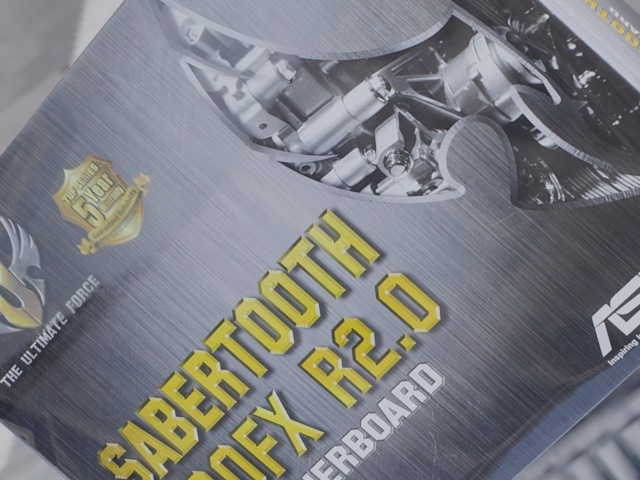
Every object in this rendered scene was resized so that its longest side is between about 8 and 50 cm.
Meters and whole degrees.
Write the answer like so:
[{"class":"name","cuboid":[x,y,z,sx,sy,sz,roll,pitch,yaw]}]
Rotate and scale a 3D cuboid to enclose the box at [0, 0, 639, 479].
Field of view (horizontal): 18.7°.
[{"class":"box","cuboid":[0.000,0.000,0.594,0.231,0.183,0.056,-46,-175,28]}]
